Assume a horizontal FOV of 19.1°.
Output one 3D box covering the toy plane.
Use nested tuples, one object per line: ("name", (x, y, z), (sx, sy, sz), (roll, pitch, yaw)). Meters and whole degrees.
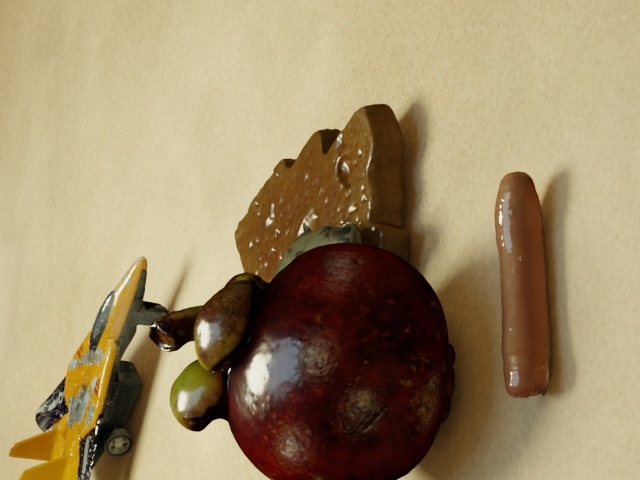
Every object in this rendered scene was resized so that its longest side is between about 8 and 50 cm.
("toy plane", (-0.244, 0.154, 2.177), (0.316, 0.103, 0.204), (-59, 35, 20))

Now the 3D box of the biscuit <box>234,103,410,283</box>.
("biscuit", (0.001, 0.000, 1.821), (0.301, 0.043, 0.278), (18, 99, 61))

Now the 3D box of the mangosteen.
("mangosteen", (-0.017, 0.105, 1.593), (0.215, 0.257, 0.215), (-173, 90, -90))

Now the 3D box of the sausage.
("sausage", (0.160, 0.036, 1.514), (0.043, 0.043, 0.186), (-32, 53, 54))

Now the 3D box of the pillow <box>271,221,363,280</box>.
("pillow", (-0.025, 0.064, 1.753), (0.241, 0.051, 0.093), (-63, 39, 32))
